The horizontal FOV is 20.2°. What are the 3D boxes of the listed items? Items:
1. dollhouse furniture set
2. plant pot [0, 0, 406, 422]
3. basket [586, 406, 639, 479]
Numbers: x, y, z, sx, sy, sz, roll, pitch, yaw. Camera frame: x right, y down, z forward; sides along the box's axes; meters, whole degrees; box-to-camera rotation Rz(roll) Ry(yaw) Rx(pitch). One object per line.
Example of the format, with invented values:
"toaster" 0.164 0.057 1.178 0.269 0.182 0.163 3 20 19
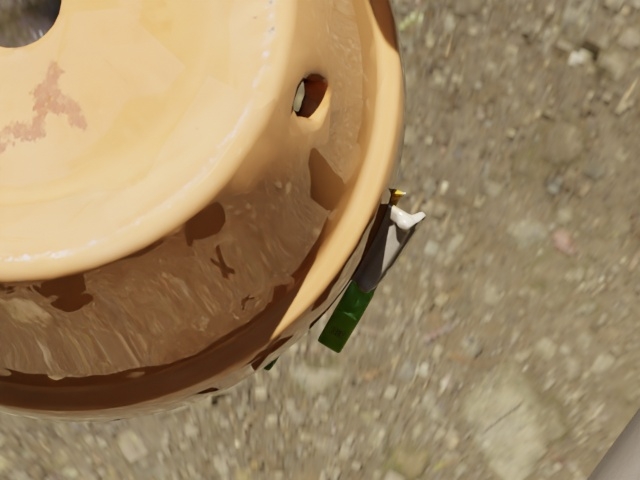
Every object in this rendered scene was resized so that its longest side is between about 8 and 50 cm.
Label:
"dollhouse furniture set" 0.000 0.000 0.886 0.076 0.152 0.058 30 46 1
"plant pot" -0.106 -0.075 0.720 0.290 0.203 0.291 0 83 0
"basket" 0.319 0.171 1.435 0.154 0.204 0.227 42 110 48
